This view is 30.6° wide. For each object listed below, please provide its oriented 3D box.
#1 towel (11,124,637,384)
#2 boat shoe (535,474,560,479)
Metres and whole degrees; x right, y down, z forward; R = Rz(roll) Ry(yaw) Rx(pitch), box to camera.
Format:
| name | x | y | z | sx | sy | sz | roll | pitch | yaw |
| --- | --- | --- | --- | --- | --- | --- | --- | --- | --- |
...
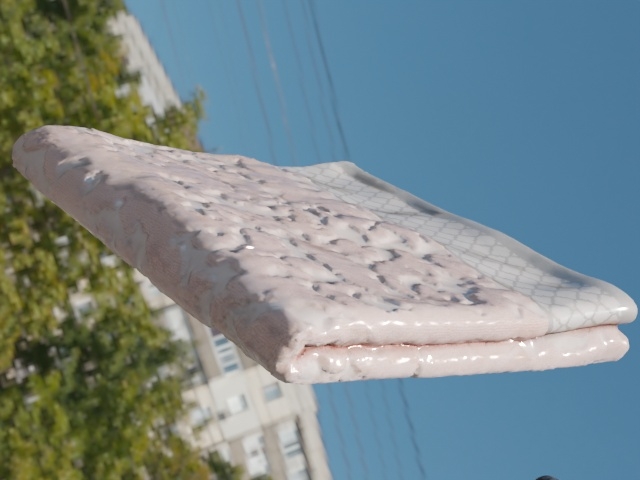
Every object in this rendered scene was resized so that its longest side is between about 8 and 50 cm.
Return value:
| name | x | y | z | sx | sy | sz | roll | pitch | yaw |
| --- | --- | --- | --- | --- | --- | --- | --- | --- | --- |
| towel | 0.000 | 0.000 | 0.795 | 0.332 | 0.317 | 0.053 | 31 | -69 | 46 |
| boat shoe | 0.134 | 0.178 | 0.617 | 0.038 | 0.046 | 0.125 | 18 | -48 | 47 |
